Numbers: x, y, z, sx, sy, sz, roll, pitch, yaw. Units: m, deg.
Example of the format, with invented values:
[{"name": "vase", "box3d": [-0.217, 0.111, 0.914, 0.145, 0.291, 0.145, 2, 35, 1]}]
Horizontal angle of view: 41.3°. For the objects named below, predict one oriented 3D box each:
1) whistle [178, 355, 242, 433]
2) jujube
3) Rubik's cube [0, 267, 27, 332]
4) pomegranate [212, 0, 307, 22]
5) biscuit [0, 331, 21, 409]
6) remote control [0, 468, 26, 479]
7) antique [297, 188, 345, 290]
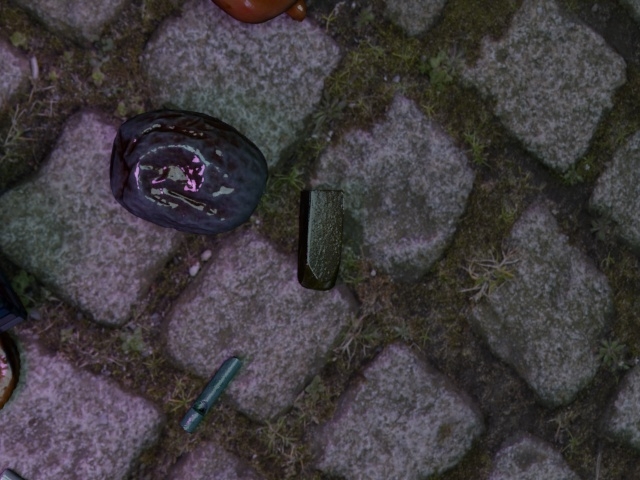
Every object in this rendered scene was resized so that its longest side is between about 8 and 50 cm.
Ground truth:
[{"name": "whistle", "box3d": [-0.234, 0.328, 1.826, 0.039, 0.039, 0.186, 39, 82, -13]}, {"name": "jujube", "box3d": [-0.272, -0.140, 1.714, 0.308, 0.215, 0.246, 27, 108, -17]}, {"name": "Rubik's cube", "box3d": [-0.746, 0.071, 1.524, 0.293, 0.287, 0.292, -28, 80, -12]}, {"name": "pomegranate", "box3d": [-0.120, -0.560, 1.737, 0.270, 0.229, 0.252, 38, 74, -24]}, {"name": "biscuit", "box3d": [-0.709, 0.258, 1.684, 0.220, 0.066, 0.221, 0, 92, -15]}, {"name": "remote control", "box3d": [-0.598, 0.540, 1.740, 0.166, 0.029, 0.065, 41, 81, -12]}, {"name": "antique", "box3d": [0.000, 0.000, 1.855, 0.081, 0.080, 0.221, 2, 91, -16]}]
